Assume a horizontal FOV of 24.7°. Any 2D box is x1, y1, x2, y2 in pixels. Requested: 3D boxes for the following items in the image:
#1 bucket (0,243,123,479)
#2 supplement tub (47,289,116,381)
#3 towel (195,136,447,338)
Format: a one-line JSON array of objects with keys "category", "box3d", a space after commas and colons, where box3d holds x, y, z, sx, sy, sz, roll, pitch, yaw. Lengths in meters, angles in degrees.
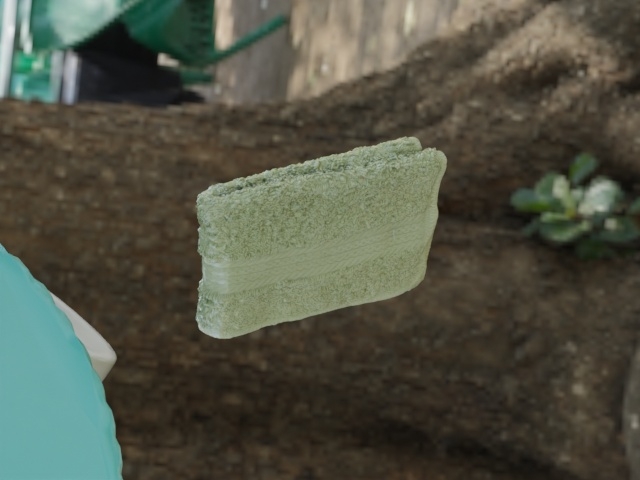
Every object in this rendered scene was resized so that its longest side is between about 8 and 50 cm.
[{"category": "bucket", "box3d": [-0.195, 0.118, 0.486, 0.183, 0.281, 0.281, 116, 156, -57]}, {"category": "supplement tub", "box3d": [-0.287, 0.144, 0.817, 0.325, 0.235, 0.235, -56, 14, -1]}, {"category": "towel", "box3d": [0.000, 0.000, 0.830, 0.027, 0.148, 0.110, -123, 27, -46]}]
